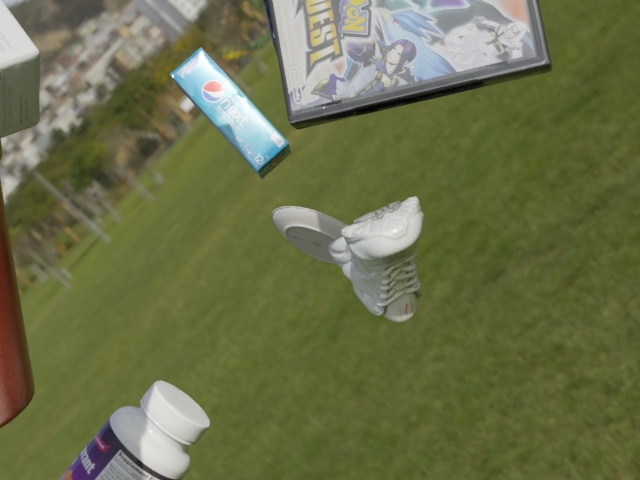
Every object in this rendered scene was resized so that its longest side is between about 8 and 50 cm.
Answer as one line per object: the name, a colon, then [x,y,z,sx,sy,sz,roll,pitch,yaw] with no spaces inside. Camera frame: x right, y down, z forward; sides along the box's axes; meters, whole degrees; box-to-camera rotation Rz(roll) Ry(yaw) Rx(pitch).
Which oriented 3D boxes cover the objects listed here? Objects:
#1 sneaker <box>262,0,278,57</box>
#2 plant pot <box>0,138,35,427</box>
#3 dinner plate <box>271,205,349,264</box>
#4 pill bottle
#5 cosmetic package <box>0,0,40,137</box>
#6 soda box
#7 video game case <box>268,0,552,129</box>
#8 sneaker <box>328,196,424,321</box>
sneaker: [-0.024,-0.271,1.508,0.084,0.235,0.097,-14,31,6]
plant pot: [-0.354,0.025,1.014,0.272,0.265,0.272,-10,14,3]
dinner plate: [0.000,0.000,1.642,0.017,0.141,0.141,-64,15,-22]
pill bottle: [-0.214,0.255,1.457,0.193,0.108,0.108,-50,8,6]
cosmetic package: [-0.641,-0.209,1.788,0.453,0.230,0.161,-24,-28,-28]
soda box: [-0.139,-0.199,2.030,0.067,0.210,0.071,-41,-8,-3]
video game case: [0.069,-0.264,1.222,0.248,0.275,0.035,-12,-10,12]
sneaker: [0.076,0.026,1.356,0.090,0.115,0.232,-24,-5,-7]
